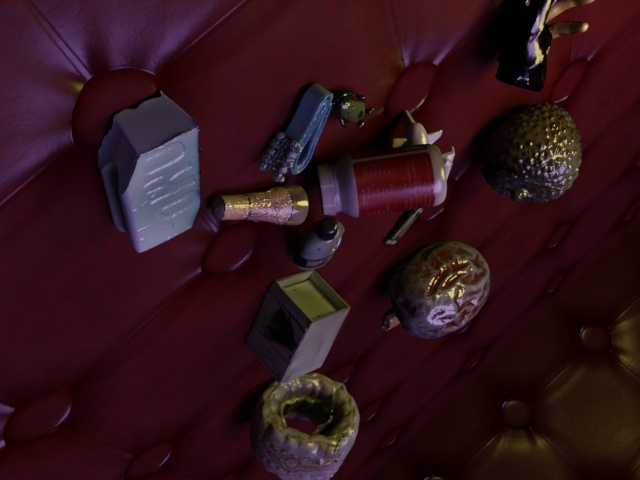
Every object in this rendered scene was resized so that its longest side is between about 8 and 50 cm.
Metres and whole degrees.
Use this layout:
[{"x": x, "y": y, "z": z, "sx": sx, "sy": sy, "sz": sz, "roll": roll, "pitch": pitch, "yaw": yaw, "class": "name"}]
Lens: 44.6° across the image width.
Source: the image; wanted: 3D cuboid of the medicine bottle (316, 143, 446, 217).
[{"x": 0.122, "y": -0.118, "z": 1.578, "sx": 0.250, "sy": 0.131, "sz": 0.131, "roll": -9, "pitch": 146, "yaw": -2, "class": "medicine bottle"}]

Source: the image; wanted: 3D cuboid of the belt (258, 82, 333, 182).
[{"x": -0.039, "y": -0.200, "z": 1.427, "sx": 0.100, "sy": 0.065, "sz": 0.179, "roll": -22, "pitch": 143, "yaw": -52, "class": "belt"}]

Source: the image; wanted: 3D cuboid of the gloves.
[{"x": 0.467, "y": -0.465, "z": 1.653, "sx": 0.301, "sy": 0.152, "sz": 0.197, "roll": -55, "pitch": 158, "yaw": 20, "class": "gloves"}]

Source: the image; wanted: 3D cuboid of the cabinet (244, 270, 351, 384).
[{"x": -0.057, "y": 0.202, "z": 1.844, "sx": 0.150, "sy": 0.145, "sz": 0.206, "roll": -15, "pitch": 139, "yaw": -44, "class": "cabinet"}]

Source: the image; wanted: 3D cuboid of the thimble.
[{"x": -0.041, "y": 0.516, "z": 2.133, "sx": 0.291, "sy": 0.291, "sz": 0.195, "roll": -22, "pitch": 144, "yaw": -36, "class": "thimble"}]

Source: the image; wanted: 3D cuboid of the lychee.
[{"x": 0.541, "y": -0.223, "z": 2.004, "sx": 0.255, "sy": 0.255, "sz": 0.274, "roll": 41, "pitch": 62, "yaw": -62, "class": "lychee"}]

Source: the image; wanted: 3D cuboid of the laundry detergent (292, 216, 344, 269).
[{"x": 0.000, "y": 0.000, "z": 1.654, "sx": 0.099, "sy": 0.070, "sz": 0.226, "roll": -17, "pitch": 166, "yaw": -14, "class": "laundry detergent"}]

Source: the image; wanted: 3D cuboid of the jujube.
[{"x": 0.328, "y": 0.139, "z": 2.176, "sx": 0.308, "sy": 0.246, "sz": 0.215, "roll": -44, "pitch": -163, "yaw": -27, "class": "jujube"}]

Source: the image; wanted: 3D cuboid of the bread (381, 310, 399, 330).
[{"x": 0.225, "y": 0.241, "z": 2.396, "sx": 0.070, "sy": 0.035, "sz": 0.083, "roll": -31, "pitch": 156, "yaw": -23, "class": "bread"}]

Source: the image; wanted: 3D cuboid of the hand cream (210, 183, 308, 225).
[{"x": -0.119, "y": -0.064, "z": 1.485, "sx": 0.203, "sy": 0.084, "sz": 0.084, "roll": -7, "pitch": 134, "yaw": -43, "class": "hand cream"}]

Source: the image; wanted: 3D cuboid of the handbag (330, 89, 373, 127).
[{"x": 0.050, "y": -0.253, "z": 1.484, "sx": 0.072, "sy": 0.047, "sz": 0.111, "roll": -54, "pitch": 153, "yaw": 15, "class": "handbag"}]

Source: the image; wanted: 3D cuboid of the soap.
[{"x": -0.261, "y": -0.103, "z": 1.222, "sx": 0.145, "sy": 0.091, "sz": 0.230, "roll": -32, "pitch": 150, "yaw": -24, "class": "soap"}]

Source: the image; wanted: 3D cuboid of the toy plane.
[{"x": 0.189, "y": -0.165, "z": 1.727, "sx": 0.244, "sy": 0.117, "sz": 0.245, "roll": -18, "pitch": 146, "yaw": -13, "class": "toy plane"}]

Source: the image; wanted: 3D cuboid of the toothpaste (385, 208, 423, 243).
[{"x": 0.236, "y": -0.069, "z": 2.000, "sx": 0.049, "sy": 0.031, "sz": 0.204, "roll": 3, "pitch": 129, "yaw": -55, "class": "toothpaste"}]
